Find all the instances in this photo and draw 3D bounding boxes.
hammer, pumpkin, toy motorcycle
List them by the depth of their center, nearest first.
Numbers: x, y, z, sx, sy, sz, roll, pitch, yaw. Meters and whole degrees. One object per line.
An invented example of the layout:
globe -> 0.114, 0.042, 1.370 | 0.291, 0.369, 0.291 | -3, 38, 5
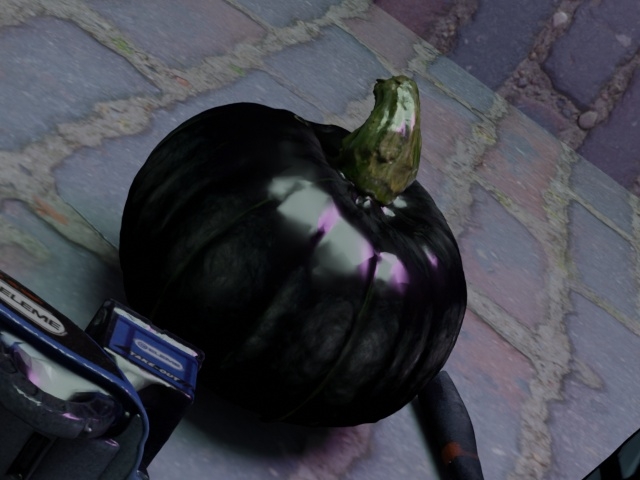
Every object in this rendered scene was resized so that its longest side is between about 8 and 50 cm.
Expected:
toy motorcycle -> -0.245, 0.045, 0.684 | 0.358, 0.125, 0.213 | 33, 14, -13
pumpkin -> 0.000, 0.000, 0.922 | 0.295, 0.296, 0.296 | 30, 22, -14
hammer -> 0.125, 0.211, 0.996 | 0.137, 0.037, 0.290 | 28, 24, -25

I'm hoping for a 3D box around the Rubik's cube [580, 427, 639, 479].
Rubik's cube -> 0.298, 0.270, 0.751 | 0.283, 0.293, 0.288 | 44, 26, 2
